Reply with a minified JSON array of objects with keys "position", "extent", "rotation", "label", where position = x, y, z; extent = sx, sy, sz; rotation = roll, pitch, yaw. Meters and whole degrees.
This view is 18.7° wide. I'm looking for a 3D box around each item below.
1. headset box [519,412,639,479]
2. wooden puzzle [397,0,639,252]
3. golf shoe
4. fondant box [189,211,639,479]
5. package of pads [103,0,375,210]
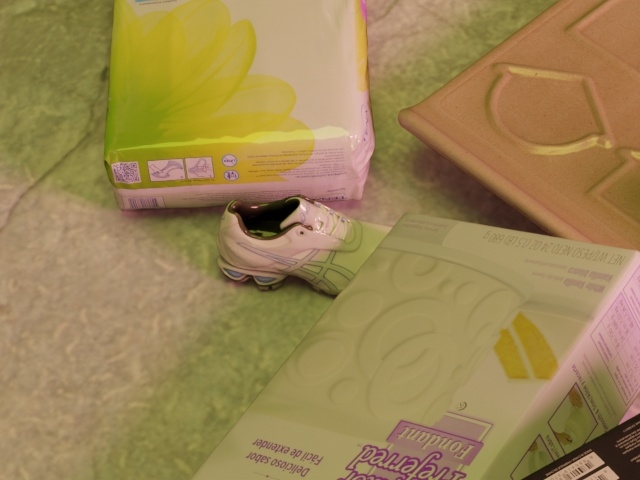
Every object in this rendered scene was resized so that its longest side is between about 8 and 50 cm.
[{"position":[0.273,0.242,1.322],"extent":[0.246,0.283,0.131],"rotation":[-26,42,-16],"label":"headset box"},{"position":[0.292,-0.093,1.665],"extent":[0.348,0.080,0.322],"rotation":[-34,54,-25],"label":"wooden puzzle"},{"position":[0.000,0.000,1.619],"extent":[0.176,0.086,0.069],"rotation":[0,53,1],"label":"golf shoe"},{"position":[0.079,0.134,1.458],"extent":[0.238,0.096,0.330],"rotation":[10,52,43],"label":"fondant box"},{"position":[-0.068,-0.165,1.731],"extent":[0.229,0.101,0.296],"rotation":[-3,55,3],"label":"package of pads"}]
